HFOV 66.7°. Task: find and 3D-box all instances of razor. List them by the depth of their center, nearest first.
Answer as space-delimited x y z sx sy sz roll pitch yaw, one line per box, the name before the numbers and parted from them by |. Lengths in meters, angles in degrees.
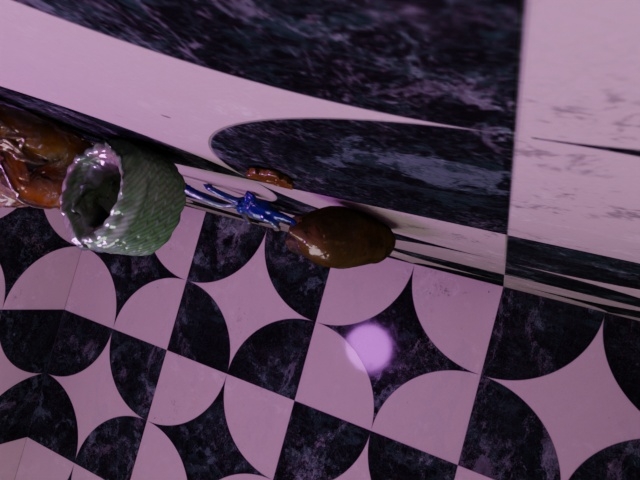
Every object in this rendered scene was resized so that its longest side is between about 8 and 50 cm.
razor | -0.321 -0.131 1.266 0.325 0.056 0.093 16 172 4

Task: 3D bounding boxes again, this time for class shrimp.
shrimp | -0.529 -0.151 0.879 0.062 0.164 0.317 14 170 28

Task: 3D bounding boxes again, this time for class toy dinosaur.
toy dinosaur | -0.181 -0.090 1.340 0.248 0.075 0.188 20 170 27

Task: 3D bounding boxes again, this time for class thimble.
thimble | -0.373 -0.077 0.914 0.219 0.218 0.150 14 179 31

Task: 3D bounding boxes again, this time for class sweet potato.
sweet potato | 0.079 -0.005 1.045 0.131 0.130 0.423 14 -173 31

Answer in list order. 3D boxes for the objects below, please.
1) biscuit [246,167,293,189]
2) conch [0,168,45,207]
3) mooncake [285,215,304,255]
biscuit | -0.079 -0.105 0.819 0.092 0.016 0.082 16 173 -40
conch | -0.708 -0.157 1.158 0.292 0.158 0.210 1 -166 -8
mooncake | 0.000 0.000 1.556 0.228 0.124 0.228 15 176 1
